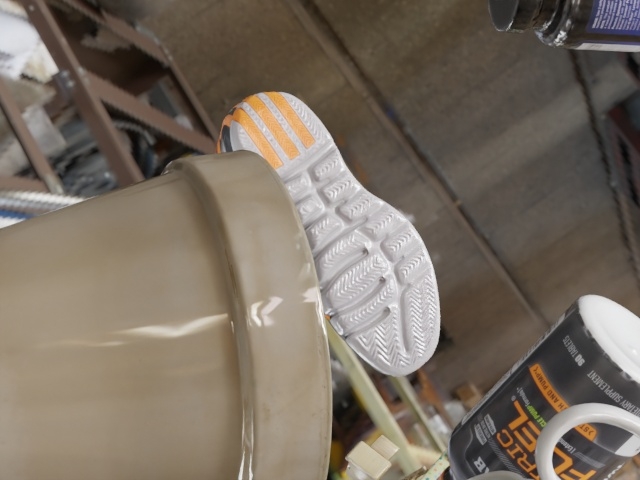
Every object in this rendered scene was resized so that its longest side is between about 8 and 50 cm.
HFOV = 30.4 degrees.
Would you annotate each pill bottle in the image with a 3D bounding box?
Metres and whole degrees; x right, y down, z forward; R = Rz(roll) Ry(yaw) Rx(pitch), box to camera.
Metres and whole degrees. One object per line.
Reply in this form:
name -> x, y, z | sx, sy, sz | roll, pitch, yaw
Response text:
pill bottle -> 0.203, 0.175, 1.057 | 0.130, 0.130, 0.245 | 1, 134, -54
pill bottle -> 0.295, -0.261, 1.240 | 0.219, 0.122, 0.122 | 1, 149, -13

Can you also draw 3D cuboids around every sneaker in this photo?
sneaker -> 0.000, 0.000, 1.230 | 0.125, 0.321, 0.180 | -30, 179, -20

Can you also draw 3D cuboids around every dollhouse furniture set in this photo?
dollhouse furniture set -> 0.154, 0.295, 1.683 | 0.182, 0.161, 0.101 | -41, 157, -36

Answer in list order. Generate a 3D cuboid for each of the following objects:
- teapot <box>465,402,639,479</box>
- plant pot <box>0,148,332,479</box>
teapot -> 0.128, 0.264, 0.901 | 0.253, 0.187, 0.256 | -24, -165, 47
plant pot -> -0.177, 0.095, 0.938 | 0.281, 0.323, 0.323 | -4, 149, -21
